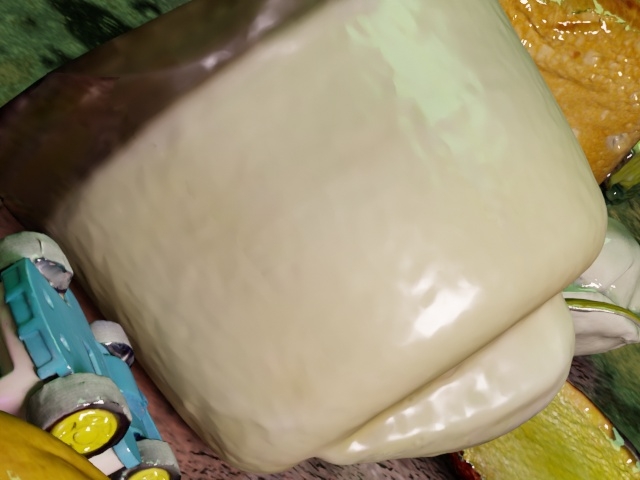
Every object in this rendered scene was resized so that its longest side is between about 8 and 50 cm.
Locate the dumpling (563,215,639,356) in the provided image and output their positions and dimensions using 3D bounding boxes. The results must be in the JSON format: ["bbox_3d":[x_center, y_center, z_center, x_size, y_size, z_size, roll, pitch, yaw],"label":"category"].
[{"bbox_3d":[0.207,0.032,1.604,0.250,0.132,0.162,29,21,-30],"label":"dumpling"}]

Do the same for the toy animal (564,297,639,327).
[{"bbox_3d":[0.130,0.082,1.406,0.219,0.095,0.155,7,12,20],"label":"toy animal"}]

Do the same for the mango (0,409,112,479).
[{"bbox_3d":[-0.157,0.134,0.808,0.227,0.109,0.147,45,45,6],"label":"mango"}]

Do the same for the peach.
[{"bbox_3d":[0.149,0.173,1.322,0.279,0.068,0.189,29,32,-34],"label":"peach"}]

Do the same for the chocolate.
[{"bbox_3d":[0.000,0.000,1.107,0.314,0.326,0.297,88,-21,-83],"label":"chocolate"}]

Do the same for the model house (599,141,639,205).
[{"bbox_3d":[0.247,-0.125,2.029,0.211,0.170,0.194,-18,65,-34],"label":"model house"}]

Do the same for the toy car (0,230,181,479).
[{"bbox_3d":[-0.145,0.085,0.978,0.126,0.098,0.161,64,1,37],"label":"toy car"}]

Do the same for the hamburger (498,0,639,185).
[{"bbox_3d":[0.157,-0.142,1.642,0.290,0.314,0.170,20,41,-17],"label":"hamburger"}]
